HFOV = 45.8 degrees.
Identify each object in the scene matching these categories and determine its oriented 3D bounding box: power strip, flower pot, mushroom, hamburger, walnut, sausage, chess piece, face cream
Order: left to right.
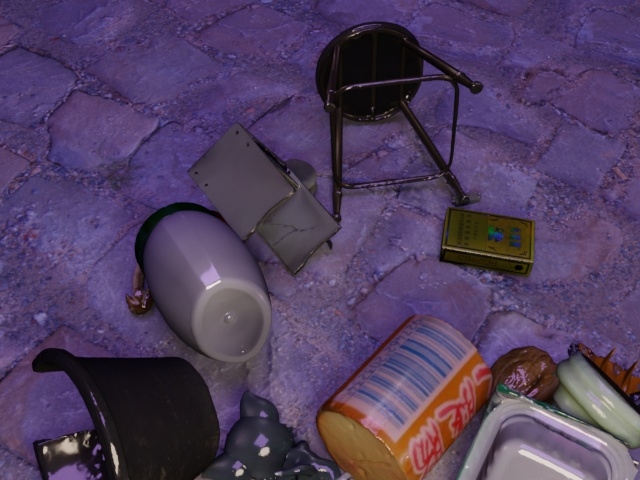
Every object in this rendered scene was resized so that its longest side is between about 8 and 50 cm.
[{"bbox_3d":[-0.336,0.353,1.361,0.251,0.379,0.379,-11,47,-39],"label":"flower pot"},{"bbox_3d":[-0.412,0.091,1.745,0.060,0.061,0.187,-8,45,-2],"label":"mushroom"},{"bbox_3d":[-0.247,0.082,1.589,0.219,0.312,0.357,-30,37,-13],"label":"face cream"},{"bbox_3d":[-0.075,-0.153,1.965,0.140,0.062,0.133,-23,50,-18],"label":"hamburger"},{"bbox_3d":[0.164,0.314,1.456,0.233,0.233,0.287,33,55,24],"label":"sausage"},{"bbox_3d":[0.378,-0.109,1.970,0.083,0.017,0.027,-12,50,-13],"label":"power strip"},{"bbox_3d":[0.407,0.302,1.529,0.184,0.155,0.155,-35,59,-27],"label":"walnut"},{"bbox_3d":[0.430,0.368,1.385,0.299,0.194,0.194,-46,56,11],"label":"chess piece"}]

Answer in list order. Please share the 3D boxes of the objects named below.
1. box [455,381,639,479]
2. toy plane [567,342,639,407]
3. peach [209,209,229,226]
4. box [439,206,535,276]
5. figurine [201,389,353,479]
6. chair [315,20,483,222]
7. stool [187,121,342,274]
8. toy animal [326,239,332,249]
[{"bbox_3d":[0.352,0.450,1.283,0.264,0.336,0.106,24,14,19],"label":"box"},{"bbox_3d":[0.542,0.364,1.515,0.204,0.103,0.316,30,63,14],"label":"toy plane"},{"bbox_3d":[-0.274,-0.025,1.826,0.101,0.100,0.100,1,49,-1],"label":"peach"},{"bbox_3d":[0.407,0.001,1.846,0.220,0.064,0.141,8,49,7],"label":"box"},{"bbox_3d":[-0.079,0.424,1.416,0.265,0.140,0.193,16,65,42],"label":"figurine"},{"bbox_3d":[0.167,-0.331,1.944,0.362,0.364,0.410,-8,43,-4],"label":"chair"},{"bbox_3d":[-0.129,-0.096,1.759,0.170,0.243,0.269,-45,58,6],"label":"stool"},{"bbox_3d":[-0.001,0.000,1.853,0.084,0.050,0.028,31,95,18],"label":"toy animal"}]
